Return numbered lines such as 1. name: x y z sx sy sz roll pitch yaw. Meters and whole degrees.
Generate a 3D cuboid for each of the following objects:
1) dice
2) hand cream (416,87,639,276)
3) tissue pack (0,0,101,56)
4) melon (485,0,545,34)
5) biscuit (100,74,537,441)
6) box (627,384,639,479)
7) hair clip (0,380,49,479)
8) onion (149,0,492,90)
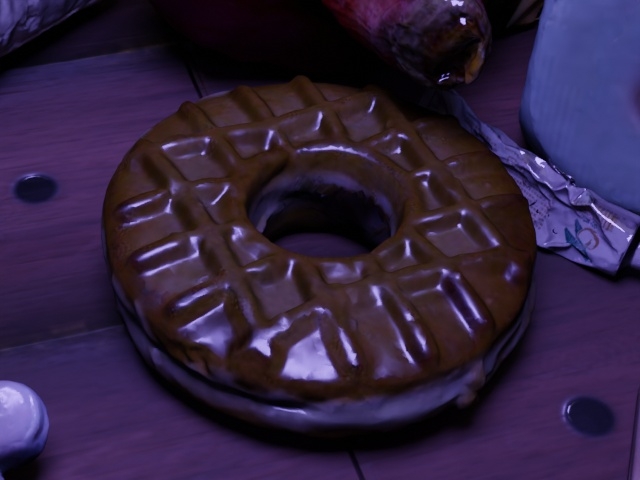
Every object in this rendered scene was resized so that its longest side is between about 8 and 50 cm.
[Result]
1. dice: 0.322 -0.188 0.977 0.265 0.268 0.262 14 43 10
2. hand cream: 0.170 -0.042 0.953 0.257 0.084 0.050 36 36 21
3. tissue pack: -0.406 -0.271 1.035 0.375 0.195 0.390 28 43 23
4. melon: 0.222 -0.268 1.181 0.160 0.079 0.128 -17 38 -19
5. biscuit: 0.000 0.000 0.867 0.332 0.103 0.332 3 45 -3
6. box: 0.236 0.142 0.800 0.048 0.025 0.115 16 44 8
7. hair clip: -0.294 0.136 0.702 0.257 0.075 0.146 -11 88 -24
8. onion: 0.038 -0.257 0.957 0.398 0.398 0.420 -13 60 -18
